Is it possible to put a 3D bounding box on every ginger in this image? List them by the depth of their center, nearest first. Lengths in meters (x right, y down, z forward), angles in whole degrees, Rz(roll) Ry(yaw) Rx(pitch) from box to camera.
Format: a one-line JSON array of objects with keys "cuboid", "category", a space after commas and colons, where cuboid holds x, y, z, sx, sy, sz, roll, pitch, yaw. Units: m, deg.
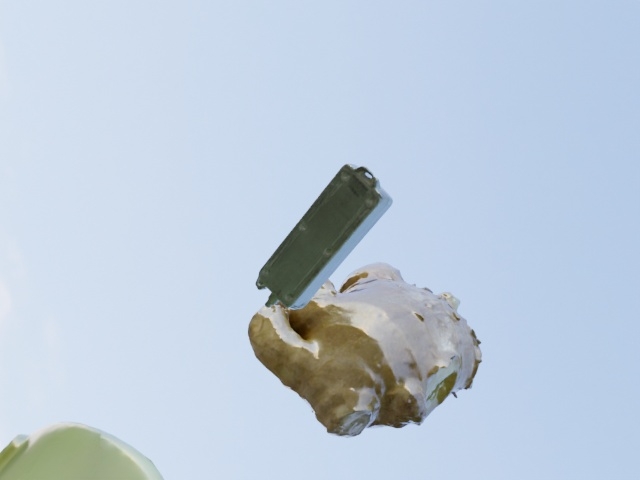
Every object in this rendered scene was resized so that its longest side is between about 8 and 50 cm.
[{"cuboid": [0.049, 0.086, 1.118, 0.157, 0.216, 0.102, 35, -55, 27], "category": "ginger"}]

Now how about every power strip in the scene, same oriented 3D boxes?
[{"cuboid": [0.000, 0.000, 0.650, 0.027, 0.017, 0.083, 46, -74, 24], "category": "power strip"}]

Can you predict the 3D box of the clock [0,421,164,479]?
[{"cuboid": [-0.035, 0.234, 0.588, 0.348, 0.117, 0.286, 43, -26, -6], "category": "clock"}]
